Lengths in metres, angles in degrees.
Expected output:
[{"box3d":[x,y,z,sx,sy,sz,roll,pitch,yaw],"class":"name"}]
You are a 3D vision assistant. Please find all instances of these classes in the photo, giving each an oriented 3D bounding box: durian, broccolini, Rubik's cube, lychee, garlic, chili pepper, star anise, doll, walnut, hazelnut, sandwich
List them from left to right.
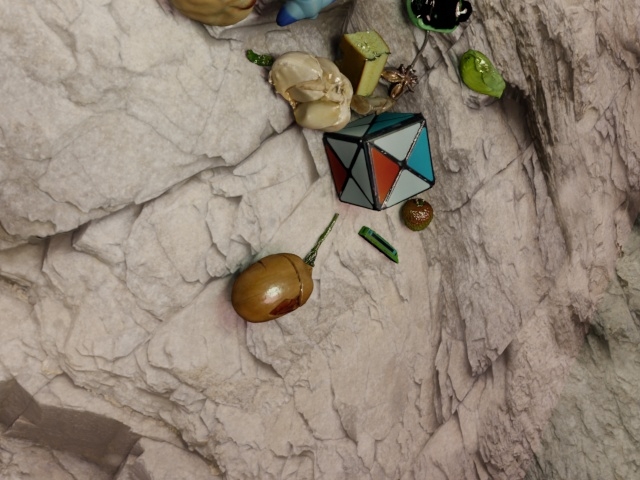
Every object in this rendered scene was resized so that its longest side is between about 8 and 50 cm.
[{"box3d":[-0.272,-0.676,1.491,0.261,0.261,0.241,-9,79,-30],"class":"hazelnut"},{"box3d":[-0.175,-0.525,1.696,0.091,0.034,0.030,9,67,-33],"class":"chili pepper"},{"box3d":[-0.143,0.140,1.825,0.297,0.203,0.203,-31,120,-33],"class":"walnut"},{"box3d":[-0.059,-0.721,1.531,0.376,0.187,0.366,-74,148,-43],"class":"doll"},{"box3d":[-0.001,-0.447,1.728,0.185,0.203,0.281,-47,122,-33],"class":"garlic"},{"box3d":[-0.001,-0.001,1.967,0.218,0.042,0.044,-62,152,-7],"class":"broccolini"},{"box3d":[0.122,-0.529,1.827,0.122,0.128,0.236,-24,159,-24],"class":"sandwich"},{"box3d":[0.186,-0.258,1.872,0.246,0.248,0.250,-26,116,-25],"class":"Rubik's cube"},{"box3d":[0.285,-0.604,1.967,0.148,0.218,0.227,28,44,-7],"class":"star anise"},{"box3d":[0.349,-0.096,2.106,0.114,0.114,0.147,-28,139,-22],"class":"lychee"},{"box3d":[0.568,-0.596,2.074,0.250,0.139,0.101,38,78,-36],"class":"durian"}]

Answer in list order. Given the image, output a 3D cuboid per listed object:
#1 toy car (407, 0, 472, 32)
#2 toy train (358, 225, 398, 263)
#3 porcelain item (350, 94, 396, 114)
[{"box3d":[0.372,-0.851,1.857,0.213,0.176,0.359,-5,111,-31],"class":"toy car"},{"box3d":[0.220,0.016,2.101,0.209,0.044,0.042,37,83,-35],"class":"toy train"},{"box3d":[0.172,-0.429,1.849,0.213,0.084,0.054,-21,144,-56],"class":"porcelain item"}]
